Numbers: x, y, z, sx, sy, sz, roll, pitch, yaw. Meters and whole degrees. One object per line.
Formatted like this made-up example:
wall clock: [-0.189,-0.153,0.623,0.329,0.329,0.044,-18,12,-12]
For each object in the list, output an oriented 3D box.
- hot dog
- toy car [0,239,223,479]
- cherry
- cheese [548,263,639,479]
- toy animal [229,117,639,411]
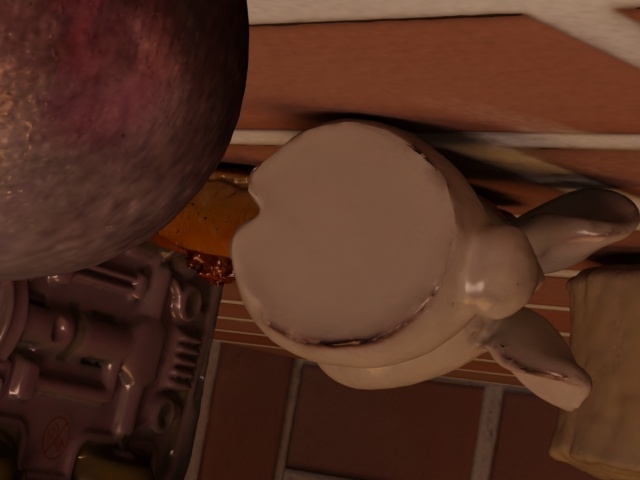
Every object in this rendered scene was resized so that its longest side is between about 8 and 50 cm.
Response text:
hot dog: [0.000,0.000,1.189,0.249,0.076,0.102,6,176,25]
toy car: [-0.230,0.051,1.300,0.226,0.242,0.336,9,176,31]
cherry: [-0.106,-0.064,0.518,0.176,0.140,0.176,4,150,2]
cheese: [0.328,0.111,1.321,0.332,0.153,0.292,9,173,20]
toy animal: [0.054,0.013,1.006,0.178,0.127,0.193,4,169,31]
